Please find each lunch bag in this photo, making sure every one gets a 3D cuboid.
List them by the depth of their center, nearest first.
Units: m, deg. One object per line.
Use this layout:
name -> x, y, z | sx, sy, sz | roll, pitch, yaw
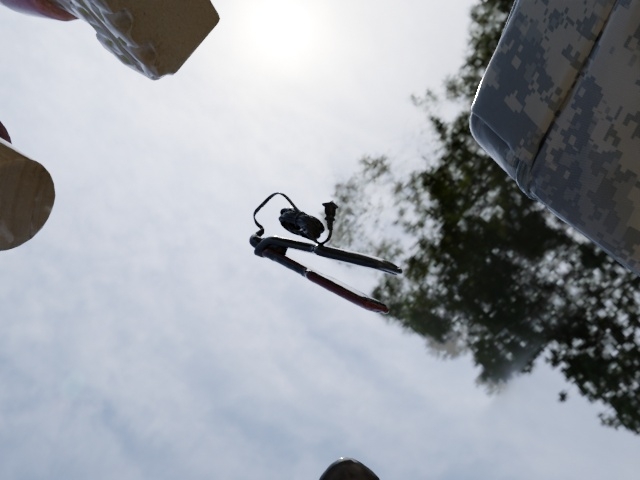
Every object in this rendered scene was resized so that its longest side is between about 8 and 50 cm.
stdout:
lunch bag -> 0.289, -0.124, 0.647 | 0.213, 0.305, 0.256 | 3, -144, -31

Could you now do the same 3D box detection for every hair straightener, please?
hair straightener -> 0.000, 0.000, 0.900 | 0.047, 0.089, 0.230 | 19, -177, -41

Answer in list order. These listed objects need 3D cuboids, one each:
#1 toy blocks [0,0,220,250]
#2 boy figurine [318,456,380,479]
toy blocks -> -0.195, -0.187, 0.341 | 0.260, 0.288, 0.309 | 30, -104, 31
boy figurine -> 0.075, 0.182, 0.428 | 0.177, 0.285, 0.092 | 30, -105, -17
